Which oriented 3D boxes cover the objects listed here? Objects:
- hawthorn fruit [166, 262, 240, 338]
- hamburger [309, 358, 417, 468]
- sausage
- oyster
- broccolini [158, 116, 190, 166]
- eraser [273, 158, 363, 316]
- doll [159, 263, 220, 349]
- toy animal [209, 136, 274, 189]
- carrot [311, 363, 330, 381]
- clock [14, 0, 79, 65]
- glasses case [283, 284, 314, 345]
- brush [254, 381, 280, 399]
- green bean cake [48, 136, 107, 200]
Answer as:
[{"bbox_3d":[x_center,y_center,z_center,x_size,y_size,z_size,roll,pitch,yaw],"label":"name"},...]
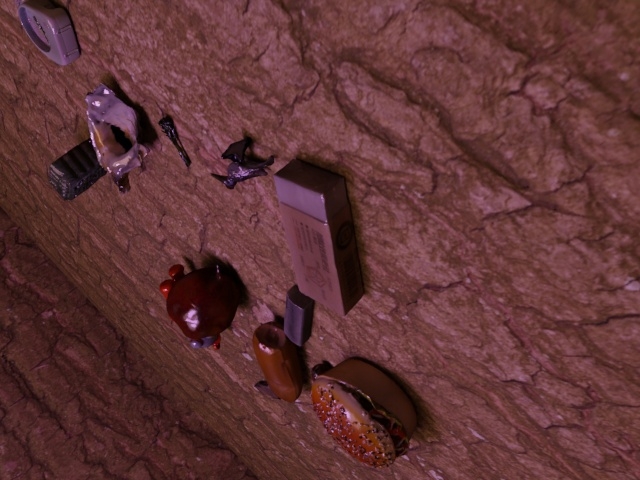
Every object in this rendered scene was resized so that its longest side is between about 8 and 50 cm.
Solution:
[{"bbox_3d":[-0.337,0.164,1.868,0.208,0.208,0.248,42,127,10],"label":"hawthorn fruit"},{"bbox_3d":[0.104,0.449,1.635,0.300,0.176,0.300,34,150,23],"label":"hamburger"},{"bbox_3d":[-0.122,0.376,1.907,0.134,0.116,0.354,18,145,20],"label":"sausage"},{"bbox_3d":[-0.532,-0.269,1.684,0.271,0.100,0.275,-7,108,53],"label":"oyster"},{"bbox_3d":[-0.352,-0.243,1.560,0.035,0.030,0.140,-15,126,18],"label":"broccolini"},{"bbox_3d":[0.000,0.000,1.329,0.144,0.078,0.344,25,143,33],"label":"eraser"},{"bbox_3d":[-0.407,0.238,2.063,0.105,0.200,0.337,-12,123,21],"label":"doll"},{"bbox_3d":[-0.176,-0.154,1.388,0.105,0.070,0.202,32,149,-12],"label":"toy animal"},{"bbox_3d":[0.035,0.427,1.819,0.060,0.060,0.186,-3,127,54],"label":"carrot"},{"bbox_3d":[-0.699,-0.545,1.605,0.191,0.062,0.152,36,149,20],"label":"clock"},{"bbox_3d":[-0.061,0.204,1.687,0.070,0.047,0.205,37,150,20],"label":"glasses case"},{"bbox_3d":[-0.173,0.502,2.194,0.070,0.065,0.327,42,160,-3],"label":"brush"},{"bbox_3d":[-0.729,-0.215,1.929,0.094,0.173,0.181,48,150,-5],"label":"green bean cake"}]
